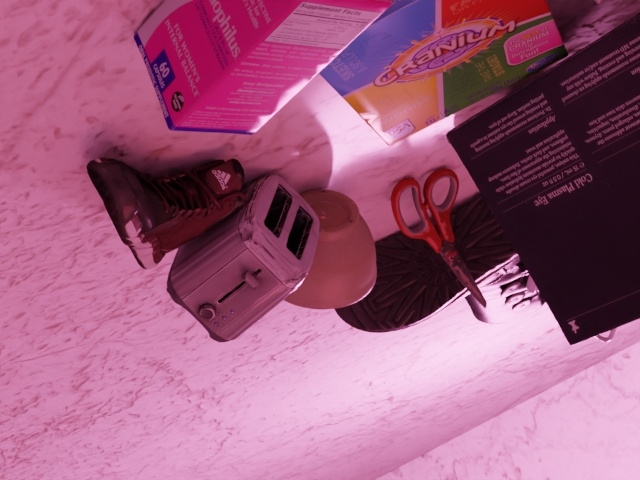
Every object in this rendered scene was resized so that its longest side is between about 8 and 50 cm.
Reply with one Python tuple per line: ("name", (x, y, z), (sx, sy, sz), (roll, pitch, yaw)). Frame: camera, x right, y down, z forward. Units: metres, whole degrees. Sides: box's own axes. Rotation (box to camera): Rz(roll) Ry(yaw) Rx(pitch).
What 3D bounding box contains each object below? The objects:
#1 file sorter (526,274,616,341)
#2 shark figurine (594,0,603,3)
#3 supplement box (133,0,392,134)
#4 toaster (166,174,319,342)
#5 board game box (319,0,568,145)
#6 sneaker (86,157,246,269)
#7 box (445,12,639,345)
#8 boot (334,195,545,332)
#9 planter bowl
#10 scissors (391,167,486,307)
("file sorter", (0.493, -0.001, 2.111), (0.278, 0.173, 0.193), (-40, 157, -18))
("shark figurine", (0.275, -0.320, 1.334), (0.116, 0.166, 0.278), (-3, -171, 24))
("supplement box", (-0.056, -0.201, 1.207), (0.114, 0.111, 0.220), (-1, 151, -46))
("toaster", (-0.090, 0.014, 1.669), (0.146, 0.129, 0.227), (-35, -163, 25))
("board game box", (0.125, -0.223, 1.427), (0.242, 0.064, 0.316), (-27, 161, 12))
("sneaker", (-0.166, -0.061, 1.515), (0.162, 0.106, 0.281), (-27, 171, -6))
("box", (0.384, -0.089, 1.584), (0.179, 0.312, 0.343), (-29, 180, -43))
("boot", (0.242, 0.069, 2.275), (0.367, 0.146, 0.445), (-24, 166, 11))
("planter bowl", (0.000, 0.000, 1.791), (0.162, 0.162, 0.109), (-15, 133, -22))
("scissors", (0.178, 0.014, 1.977), (0.109, 0.021, 0.297), (-28, 129, -12))
